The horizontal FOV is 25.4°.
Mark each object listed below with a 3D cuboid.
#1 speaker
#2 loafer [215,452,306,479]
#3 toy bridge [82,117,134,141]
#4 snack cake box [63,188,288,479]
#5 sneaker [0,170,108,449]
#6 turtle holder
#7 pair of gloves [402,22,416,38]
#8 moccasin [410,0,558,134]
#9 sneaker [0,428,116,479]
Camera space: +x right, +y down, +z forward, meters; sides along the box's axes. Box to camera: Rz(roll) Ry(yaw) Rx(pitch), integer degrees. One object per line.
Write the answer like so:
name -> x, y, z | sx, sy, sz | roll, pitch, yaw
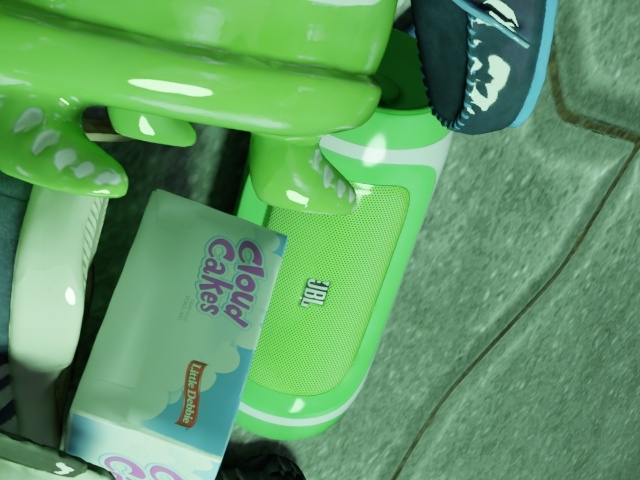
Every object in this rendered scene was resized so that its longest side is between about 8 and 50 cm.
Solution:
speaker -> 0.000, 0.000, 0.984 | 0.131, 0.131, 0.296 | -23, 143, -40
loafer -> -0.073, 0.226, 1.208 | 0.078, 0.076, 0.223 | -21, 165, 20
toy bridge -> -0.107, -0.093, 0.847 | 0.188, 0.026, 0.063 | -30, 145, -32
snack cake box -> -0.100, 0.109, 0.887 | 0.264, 0.089, 0.152 | 111, -2, -57
sneaker -> -0.205, 0.042, 0.786 | 0.350, 0.148, 0.131 | 114, -14, -58
turtle holder -> -0.110, -0.153, 0.616 | 0.320, 0.243, 0.227 | 11, 100, -16
pair of gloves -> 0.062, -0.166, 1.007 | 0.159, 0.023, 0.198 | -45, 149, -8
moccasin -> 0.053, -0.225, 0.801 | 0.116, 0.137, 0.342 | -13, 106, -21
sneaker -> -0.222, 0.228, 0.805 | 0.410, 0.158, 0.182 | 109, 5, -63
